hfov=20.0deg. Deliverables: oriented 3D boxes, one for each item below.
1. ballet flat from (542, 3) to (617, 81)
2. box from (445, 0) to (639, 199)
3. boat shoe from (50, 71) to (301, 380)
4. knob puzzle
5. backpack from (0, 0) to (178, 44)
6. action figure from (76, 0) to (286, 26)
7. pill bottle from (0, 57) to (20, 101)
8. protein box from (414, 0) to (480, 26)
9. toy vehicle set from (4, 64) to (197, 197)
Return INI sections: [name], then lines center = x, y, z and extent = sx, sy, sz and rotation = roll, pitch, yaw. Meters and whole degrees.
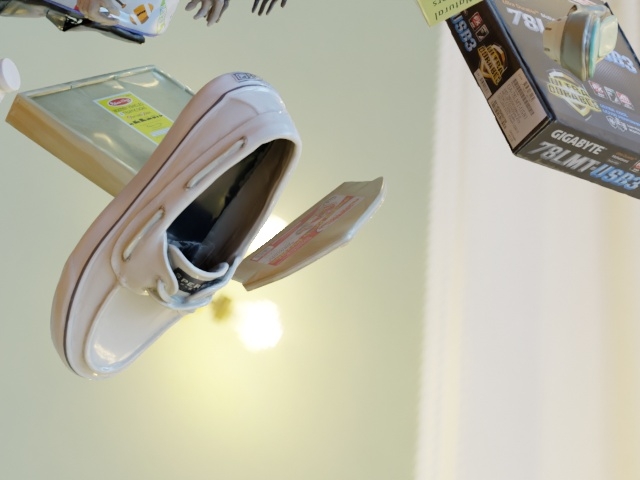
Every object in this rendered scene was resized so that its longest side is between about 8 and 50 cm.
[ballet flat]
center = 0.261, -0.205, 1.872
extent = 0.213, 0.068, 0.072
rotation = -37, 132, -71
[box]
center = 0.282, -0.194, 2.113
extent = 0.073, 0.295, 0.293
rotation = -43, -129, 30
[boat shoe]
center = -0.101, 0.007, 1.309
extent = 0.267, 0.096, 0.088
rotation = -51, -138, 15
[knob puzzle]
center = 0.000, 0.000, 1.909
extent = 0.213, 0.030, 0.213
rotation = -32, -167, 8
[backpack]
center = -0.254, -0.325, 1.986
extent = 0.263, 0.276, 0.213
rotation = -116, -138, -60
[action figure]
center = -0.139, -0.259, 1.641
extent = 0.164, 0.276, 0.141
rotation = 8, -94, 36
[pill bottle]
center = -0.315, -0.138, 1.639
extent = 0.083, 0.043, 0.043
rotation = -16, -138, 18
[protein box]
center = 0.125, -0.310, 1.434
extent = 0.200, 0.201, 0.136
rotation = -27, -118, 5
[toy vehicle set]
center = -0.191, -0.117, 1.938
extent = 0.267, 0.166, 0.035
rotation = -23, 144, -61
